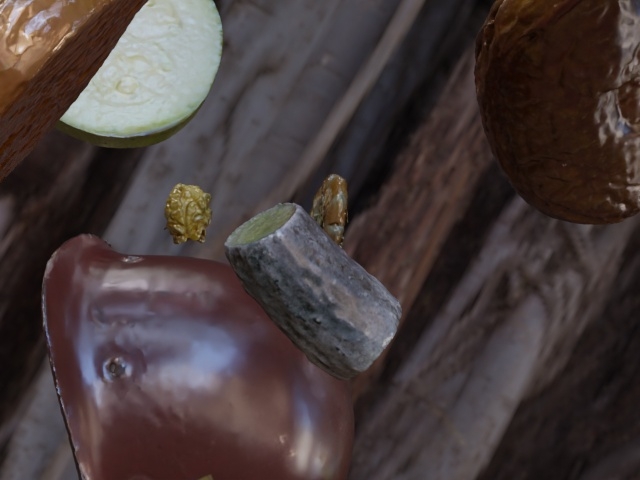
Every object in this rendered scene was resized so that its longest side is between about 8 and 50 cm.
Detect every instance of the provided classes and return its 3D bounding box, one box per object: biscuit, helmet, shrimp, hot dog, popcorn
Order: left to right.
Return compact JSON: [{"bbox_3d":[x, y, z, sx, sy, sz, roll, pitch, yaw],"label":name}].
[{"bbox_3d":[-0.263,-0.036,1.019,0.078,0.455,0.350,43,-7,-9],"label":"biscuit"},{"bbox_3d":[-0.165,-0.032,1.960,0.057,0.083,0.082,11,-24,3],"label":"popcorn"},{"bbox_3d":[-0.088,0.154,1.471,0.230,0.338,0.385,-9,-53,8],"label":"helmet"},{"bbox_3d":[0.000,0.000,1.685,0.043,0.091,0.184,7,-33,-8],"label":"shrimp"},{"bbox_3d":[0.288,-0.196,1.675,0.174,0.267,0.388,22,-38,34],"label":"hot dog"}]

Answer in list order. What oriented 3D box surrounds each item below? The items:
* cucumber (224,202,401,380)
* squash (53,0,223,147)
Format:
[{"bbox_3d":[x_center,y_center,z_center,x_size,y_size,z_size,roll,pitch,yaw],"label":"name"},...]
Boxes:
[{"bbox_3d":[-0.006,0.028,0.931,0.112,0.064,0.064,45,-14,-17],"label":"cucumber"},{"bbox_3d":[-0.236,-0.220,1.763,0.252,0.252,0.049,29,-25,-2],"label":"squash"}]
